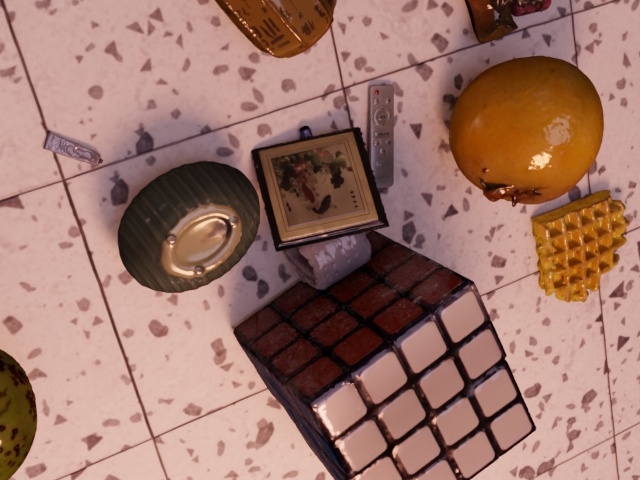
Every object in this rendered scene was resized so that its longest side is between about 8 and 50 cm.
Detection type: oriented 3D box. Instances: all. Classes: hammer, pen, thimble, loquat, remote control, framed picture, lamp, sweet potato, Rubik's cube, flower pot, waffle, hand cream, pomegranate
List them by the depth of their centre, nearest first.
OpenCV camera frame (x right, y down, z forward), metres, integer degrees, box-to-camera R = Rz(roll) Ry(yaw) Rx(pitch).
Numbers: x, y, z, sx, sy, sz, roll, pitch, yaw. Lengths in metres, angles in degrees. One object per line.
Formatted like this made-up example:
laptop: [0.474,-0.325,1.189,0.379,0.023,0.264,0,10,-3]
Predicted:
pomegranate: [-0.565,0.215,1.307,0.285,0.285,0.340,-7,76,-24]
lamp: [-0.074,-0.384,1.385,0.161,0.161,0.185,-46,119,-6]
hand cream: [-0.383,-0.140,1.392,0.093,0.019,0.030,20,95,-27]
flower pot: [-0.208,-0.021,1.434,0.243,0.157,0.189,-38,120,-8]
framed picture: [-0.002,-0.090,1.500,0.199,0.010,0.195,-13,71,-8]
thimble: [0.001,0.001,1.542,0.118,0.151,0.127,-32,147,-15]
sweet potato: [0.245,-0.454,1.551,0.286,0.085,0.112,34,94,-29]
Rubik's cube: [0.107,0.236,1.562,0.344,0.344,0.337,-34,118,-11]
pen: [0.007,-0.110,1.584,0.025,0.025,0.204,-30,116,-14]
loquat: [0.362,-0.187,1.593,0.275,0.275,0.274,-8,109,-23]
remote control: [0.107,-0.187,1.607,0.050,0.027,0.184,-6,104,-25]
hammer: [0.387,-0.438,1.651,0.083,0.043,0.043,-19,113,-21]
waffle: [0.551,0.023,1.866,0.229,0.057,0.219,-19,114,-20]

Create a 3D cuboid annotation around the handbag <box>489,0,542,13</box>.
handbag: [0.360,-0.612,1.483,0.317,0.180,0.416,-33,113,-22]
